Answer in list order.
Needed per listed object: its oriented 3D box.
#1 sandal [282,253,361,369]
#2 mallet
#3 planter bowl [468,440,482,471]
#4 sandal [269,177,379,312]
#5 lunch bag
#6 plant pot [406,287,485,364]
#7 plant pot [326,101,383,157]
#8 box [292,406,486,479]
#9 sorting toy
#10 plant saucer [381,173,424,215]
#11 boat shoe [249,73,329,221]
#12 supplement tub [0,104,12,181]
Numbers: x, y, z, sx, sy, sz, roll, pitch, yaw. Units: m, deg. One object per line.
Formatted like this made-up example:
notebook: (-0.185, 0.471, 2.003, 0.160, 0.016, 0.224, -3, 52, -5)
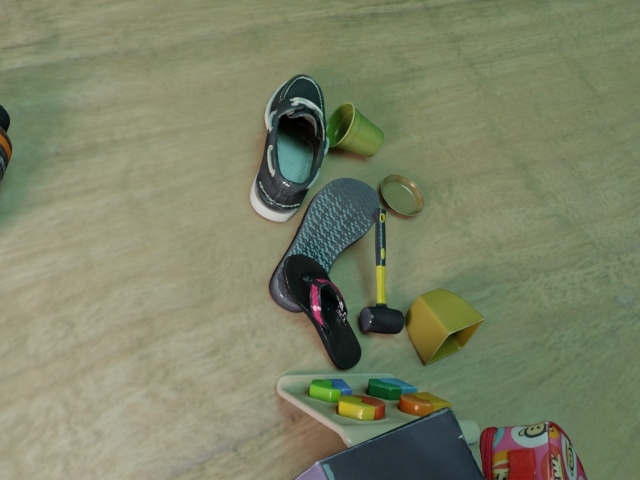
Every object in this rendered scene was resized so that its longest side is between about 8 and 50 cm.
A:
sandal: (0.011, 0.094, 1.126, 0.067, 0.040, 0.179, -32, 93, -33)
mallet: (0.081, 0.045, 1.201, 0.062, 0.039, 0.189, 0, 78, -29)
planter bowl: (0.136, 0.323, 1.007, 0.109, 0.162, 0.162, 2, 53, 3)
sandal: (-0.001, 0.000, 1.213, 0.097, 0.054, 0.254, 40, 59, -3)
lunch bag: (0.267, 0.374, 0.975, 0.258, 0.120, 0.293, 52, 34, -45)
plant pot: (0.176, 0.120, 1.212, 0.082, 0.081, 0.083, -15, 57, -36)
plant pot: (0.061, -0.177, 1.360, 0.079, 0.083, 0.083, 24, 49, -28)
box: (0.063, 0.374, 0.821, 0.183, 0.296, 0.294, -11, 63, -34)
sorting toy: (0.069, 0.205, 1.031, 0.193, 0.208, 0.038, 4, 99, -27)
plant saucer: (0.135, -0.073, 1.363, 0.083, 0.015, 0.083, 15, 53, -20)
boat shoe: (-0.033, -0.166, 1.282, 0.114, 0.091, 0.302, 19, 51, -17)
supplement tub: (-0.441, -0.087, 0.986, 0.106, 0.106, 0.197, 19, 51, -17)
